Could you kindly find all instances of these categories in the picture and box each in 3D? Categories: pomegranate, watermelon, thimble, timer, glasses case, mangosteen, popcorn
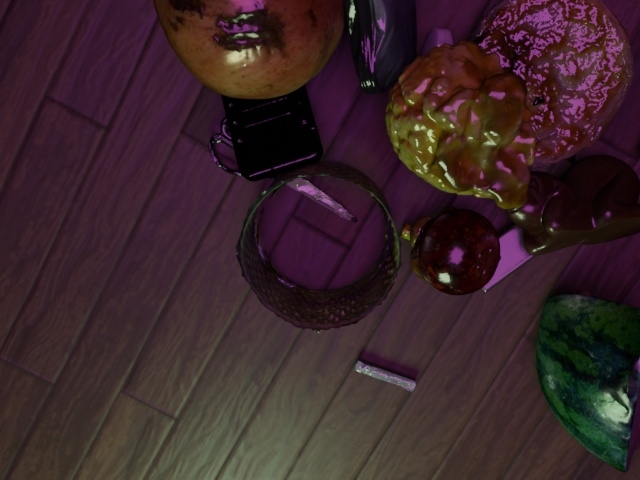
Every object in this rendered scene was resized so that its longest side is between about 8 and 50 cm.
[{"bbox_3d":[-0.105,-0.378,1.061,0.322,0.322,0.322,0,102,2],"label":"pomegranate"},{"bbox_3d":[0.479,0.239,1.253,0.222,0.319,0.292,23,96,32],"label":"watermelon"},{"bbox_3d":[0.000,0.000,1.198,0.271,0.150,0.270,1,107,3],"label":"thimble"},{"bbox_3d":[-0.082,-0.201,1.191,0.144,0.055,0.187,-16,73,6],"label":"timer"},{"bbox_3d":[0.347,0.010,1.257,0.191,0.042,0.072,-38,90,9],"label":"glasses case"},{"bbox_3d":[0.220,0.022,1.212,0.156,0.181,0.145,-27,99,-36],"label":"mangosteen"},{"bbox_3d":[0.223,-0.162,1.044,0.206,0.237,0.251,-32,64,-9],"label":"popcorn"},{"bbox_3d":[0.190,-0.237,1.186,0.059,0.092,0.233,3,101,-6],"label":"glasses case"}]

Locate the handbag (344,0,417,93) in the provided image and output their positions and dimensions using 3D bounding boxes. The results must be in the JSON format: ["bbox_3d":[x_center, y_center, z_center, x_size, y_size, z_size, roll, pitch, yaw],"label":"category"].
[{"bbox_3d":[0.096,-0.390,1.080,0.075,0.191,0.332,5,121,27],"label":"handbag"}]

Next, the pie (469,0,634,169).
[{"bbox_3d":[0.372,-0.272,1.164,0.303,0.067,0.302,0,102,2],"label":"pie"}]

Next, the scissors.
[{"bbox_3d":[-0.060,-0.114,1.256,0.300,0.022,0.109,34,104,-5],"label":"scissors"}]

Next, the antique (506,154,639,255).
[{"bbox_3d":[0.422,-0.067,1.172,0.257,0.121,0.143,-12,70,-13],"label":"antique"}]

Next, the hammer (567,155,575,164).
[{"bbox_3d":[0.392,-0.201,1.222,0.065,0.021,0.178,-44,98,9],"label":"hammer"}]

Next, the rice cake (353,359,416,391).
[{"bbox_3d":[0.122,0.254,1.325,0.121,0.021,0.022,20,92,-2],"label":"rice cake"}]
